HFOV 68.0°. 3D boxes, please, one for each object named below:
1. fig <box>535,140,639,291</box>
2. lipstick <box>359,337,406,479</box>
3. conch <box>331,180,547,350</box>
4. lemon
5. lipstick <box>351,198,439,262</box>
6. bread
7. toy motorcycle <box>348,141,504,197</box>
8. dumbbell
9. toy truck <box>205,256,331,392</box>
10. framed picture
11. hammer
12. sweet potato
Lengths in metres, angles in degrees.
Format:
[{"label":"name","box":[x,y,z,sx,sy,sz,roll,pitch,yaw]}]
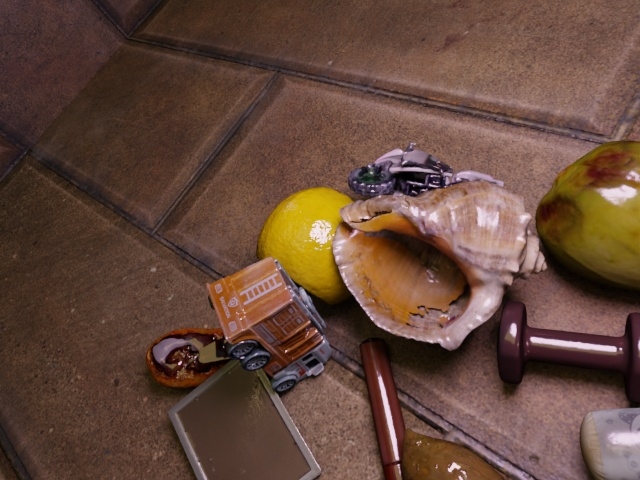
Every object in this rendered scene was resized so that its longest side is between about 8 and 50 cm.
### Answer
[{"label":"fig","box":[0.507,-0.026,0.784,0.239,0.239,0.271,-41,81,-1]},{"label":"lipstick","box":[0.126,0.345,0.846,0.057,0.057,0.356,-20,53,15]},{"label":"conch","box":[0.206,0.035,0.848,0.353,0.210,0.296,12,80,32]},{"label":"lemon","box":[0.000,0.000,0.996,0.241,0.240,0.219,28,84,36]},{"label":"lipstick","box":[0.159,-0.021,1.040,0.255,0.070,0.070,26,76,35]},{"label":"bread","box":[-0.269,0.260,1.082,0.269,0.095,0.139,-13,68,1]},{"label":"toy motorcycle","box":[0.230,-0.127,1.019,0.328,0.142,0.188,9,28,14]},{"label":"dumbbell","box":[0.403,0.174,0.758,0.226,0.140,0.124,3,34,27]},{"label":"toy truck","box":[-0.079,0.165,0.906,0.162,0.305,0.136,-30,53,-1]},{"label":"framed picture","box":[-0.161,0.401,0.957,0.232,0.019,0.296,-38,61,2]},{"label":"hammer","box":[0.480,0.383,0.630,0.202,0.113,0.305,-12,66,24]},{"label":"sweet potato","box":[0.282,0.429,0.676,0.423,0.130,0.130,30,78,33]}]
